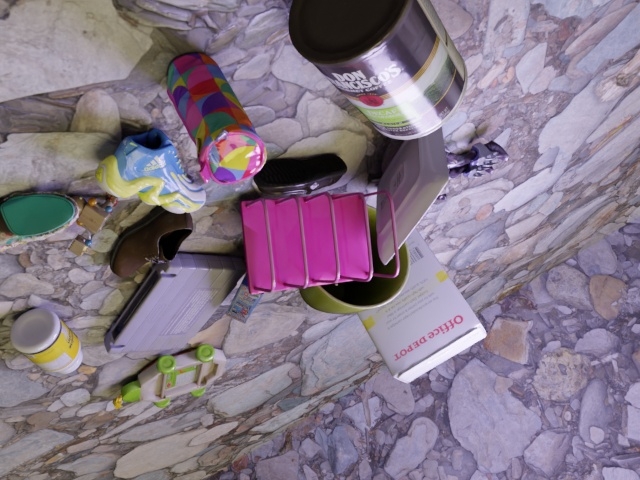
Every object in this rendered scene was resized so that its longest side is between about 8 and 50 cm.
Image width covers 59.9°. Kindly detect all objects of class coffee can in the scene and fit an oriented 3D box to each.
[{"bbox_3d":[0.106,-0.312,0.910,0.201,0.201,0.275,-39,150,16],"label":"coffee can"}]

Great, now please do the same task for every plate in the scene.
[{"bbox_3d":[0.190,-0.128,1.252,0.045,0.277,0.278,19,133,-13],"label":"plate"}]

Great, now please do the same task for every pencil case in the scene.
[{"bbox_3d":[-0.164,-0.186,0.837,0.104,0.236,0.104,-17,140,-15],"label":"pencil case"}]

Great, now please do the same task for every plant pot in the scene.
[{"bbox_3d":[0.049,0.084,1.457,0.275,0.274,0.293,-15,163,-23],"label":"plant pot"}]

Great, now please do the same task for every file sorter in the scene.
[{"bbox_3d":[0.000,0.000,1.174,0.291,0.202,0.182,-6,-179,-20],"label":"file sorter"}]

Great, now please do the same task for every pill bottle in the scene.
[{"bbox_3d":[-0.604,0.233,1.245,0.103,0.103,0.184,-22,150,-13],"label":"pill bottle"}]

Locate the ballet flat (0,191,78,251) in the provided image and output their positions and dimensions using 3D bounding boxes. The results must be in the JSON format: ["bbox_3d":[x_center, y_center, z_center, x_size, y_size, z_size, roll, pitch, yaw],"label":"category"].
[{"bbox_3d":[-0.534,-0.025,0.947,0.241,0.091,0.077,-17,179,-13],"label":"ballet flat"}]

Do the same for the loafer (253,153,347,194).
[{"bbox_3d":[-0.043,-0.126,1.194,0.220,0.080,0.078,-11,146,-29],"label":"loafer"}]

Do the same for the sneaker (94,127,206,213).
[{"bbox_3d":[-0.273,-0.124,0.992,0.126,0.091,0.240,-53,155,17],"label":"sneaker"}]

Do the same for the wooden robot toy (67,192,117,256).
[{"bbox_3d":[-0.428,-0.054,1.014,0.079,0.076,0.173,32,121,-18],"label":"wooden robot toy"}]

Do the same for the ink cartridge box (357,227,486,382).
[{"bbox_3d":[0.253,0.177,1.615,0.279,0.384,0.160,-34,150,9],"label":"ink cartridge box"}]

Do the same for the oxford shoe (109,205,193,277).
[{"bbox_3d":[-0.349,0.015,1.136,0.227,0.096,0.083,-40,151,21],"label":"oxford shoe"}]

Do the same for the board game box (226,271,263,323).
[{"bbox_3d":[-0.168,0.111,1.396,0.060,0.194,0.194,28,132,-6],"label":"board game box"}]

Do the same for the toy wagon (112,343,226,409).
[{"bbox_3d":[-0.463,0.425,1.705,0.344,0.068,0.267,-11,146,-28],"label":"toy wagon"}]

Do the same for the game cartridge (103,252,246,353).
[{"bbox_3d":[-0.363,0.160,1.389,0.230,0.068,0.355,2,138,-49],"label":"game cartridge"}]

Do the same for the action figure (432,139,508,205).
[{"bbox_3d":[0.323,-0.181,1.410,0.285,0.099,0.185,-18,150,-18],"label":"action figure"}]
